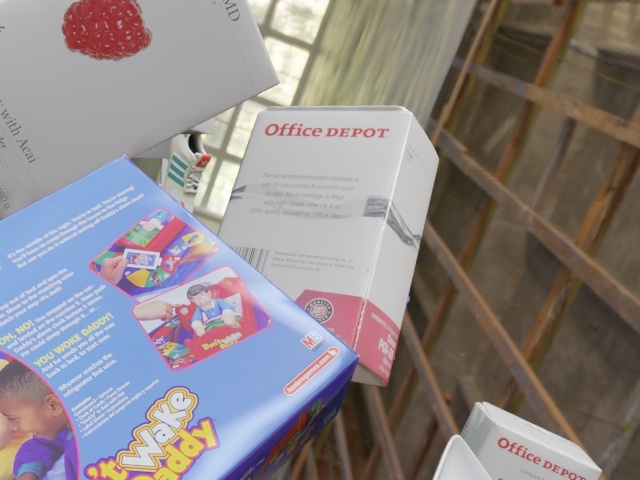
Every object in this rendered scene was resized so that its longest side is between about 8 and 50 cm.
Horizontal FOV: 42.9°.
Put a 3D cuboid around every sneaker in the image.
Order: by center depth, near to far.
[{"bbox_3d":[-0.216,-0.113,1.327,0.057,0.075,0.162,0,87,-59],"label":"sneaker"}]

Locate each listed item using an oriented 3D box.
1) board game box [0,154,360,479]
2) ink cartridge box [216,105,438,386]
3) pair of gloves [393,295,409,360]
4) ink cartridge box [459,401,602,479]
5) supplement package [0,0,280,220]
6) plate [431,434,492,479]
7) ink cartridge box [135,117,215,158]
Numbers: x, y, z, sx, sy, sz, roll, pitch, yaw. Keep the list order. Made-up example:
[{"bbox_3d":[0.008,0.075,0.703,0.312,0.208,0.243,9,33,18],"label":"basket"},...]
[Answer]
[{"bbox_3d":[-0.178,0.111,0.480,0.347,0.233,0.078,-36,155,-36],"label":"board game box"},{"bbox_3d":[0.000,0.000,0.916,0.117,0.207,0.283,45,56,-54],"label":"ink cartridge box"},{"bbox_3d":[0.144,0.138,1.585,0.159,0.023,0.198,-97,-162,-72],"label":"pair of gloves"},{"bbox_3d":[0.233,0.343,1.046,0.092,0.160,0.220,-125,-121,-84],"label":"ink cartridge box"},{"bbox_3d":[-0.221,-0.182,0.787,0.175,0.292,0.178,42,-21,58],"label":"supplement package"},{"bbox_3d":[0.163,0.392,0.845,0.045,0.277,0.278,-30,-171,36],"label":"plate"},{"bbox_3d":[-0.181,-0.190,1.024,0.104,0.061,0.182,9,-88,49],"label":"ink cartridge box"}]
